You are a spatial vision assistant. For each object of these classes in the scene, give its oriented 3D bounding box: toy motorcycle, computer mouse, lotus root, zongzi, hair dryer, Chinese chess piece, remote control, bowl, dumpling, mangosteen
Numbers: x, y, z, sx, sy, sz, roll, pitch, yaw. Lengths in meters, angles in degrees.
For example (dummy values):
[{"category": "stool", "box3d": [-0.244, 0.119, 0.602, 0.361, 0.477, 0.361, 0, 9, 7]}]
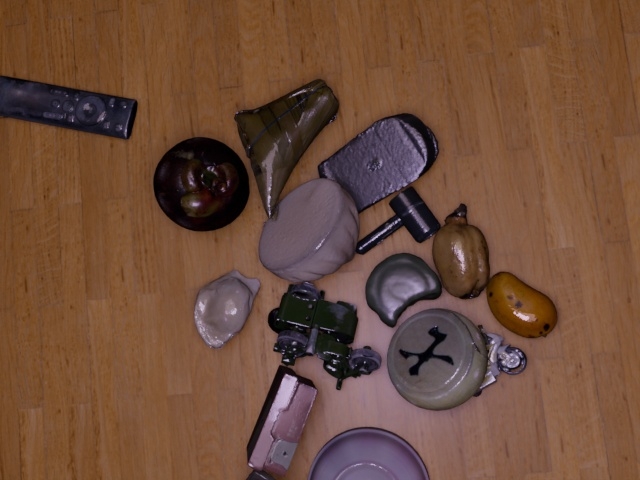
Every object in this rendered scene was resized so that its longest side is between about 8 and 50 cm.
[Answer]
[{"category": "toy motorcycle", "box3d": [0.010, 0.212, 1.863, 0.275, 0.127, 0.205, 15, 53, -1]}, {"category": "computer mouse", "box3d": [0.140, -0.184, 1.928, 0.295, 0.087, 0.168, -31, 86, 14]}, {"category": "toy motorcycle", "box3d": [0.346, 0.274, 1.838, 0.229, 0.074, 0.151, -26, 70, 12]}, {"category": "lotus root", "box3d": [0.322, 0.027, 1.856, 0.125, 0.118, 0.221, -6, 82, -40]}, {"category": "zongzi", "box3d": [-0.050, -0.220, 1.911, 0.260, 0.123, 0.289, -23, 65, 3]}, {"category": "hair dryer", "box3d": [0.164, -0.018, 1.911, 0.219, 0.071, 0.124, -34, 80, 7]}, {"category": "Chinese chess piece", "box3d": [0.260, 0.260, 1.794, 0.238, 0.092, 0.237, -16, 58, 27]}, {"category": "remote control", "box3d": [-0.657, -0.341, 2.057, 0.378, 0.044, 0.107, 12, 87, 8]}, {"category": "bowl", "box3d": [0.104, 0.563, 1.789, 0.287, 0.144, 0.287, -1, 81, 7]}, {"category": "dumpling", "box3d": [-0.227, 0.154, 1.904, 0.136, 0.118, 0.199, 33, 65, 8]}, {"category": "mangosteen", "box3d": [-0.269, -0.130, 1.871, 0.228, 0.265, 0.228, -1, 92, -19]}]

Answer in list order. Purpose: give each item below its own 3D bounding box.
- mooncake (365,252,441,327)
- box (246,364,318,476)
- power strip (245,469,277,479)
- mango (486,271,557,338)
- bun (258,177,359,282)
[{"category": "mooncake", "box3d": [0.192, 0.118, 1.858, 0.175, 0.104, 0.168, -4, 70, 11]}, {"category": "box", "box3d": [-0.087, 0.399, 1.802, 0.086, 0.215, 0.215, 23, 84, -4]}, {"category": "power strip", "box3d": [-0.100, 0.661, 1.773, 0.251, 0.092, 0.257, 36, 122, 16]}, {"category": "mango", "box3d": [0.453, 0.152, 1.838, 0.178, 0.090, 0.115, 35, 77, 13]}, {"category": "bun", "box3d": [0.000, 0.000, 1.868, 0.175, 0.263, 0.263, 38, 86, -32]}]
